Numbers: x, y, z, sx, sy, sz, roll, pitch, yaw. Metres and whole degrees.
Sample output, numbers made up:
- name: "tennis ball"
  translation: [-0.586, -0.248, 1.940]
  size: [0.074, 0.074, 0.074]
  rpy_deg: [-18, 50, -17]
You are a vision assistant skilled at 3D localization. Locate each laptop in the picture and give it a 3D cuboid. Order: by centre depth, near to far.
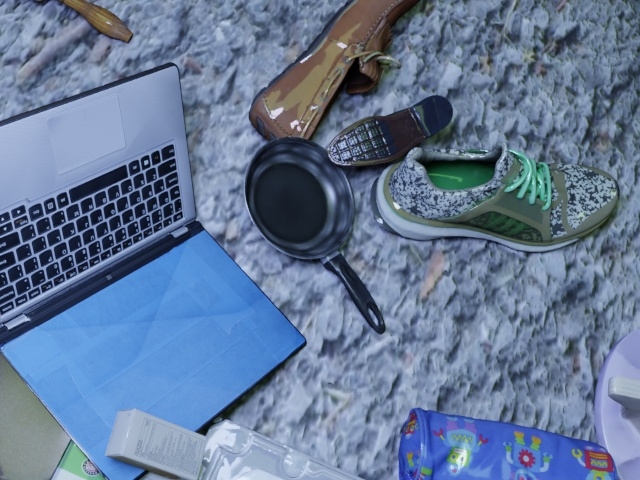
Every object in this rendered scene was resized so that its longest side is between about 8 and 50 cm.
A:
- name: "laptop"
  translation: [-0.230, 0.024, 1.083]
  size: [0.236, 0.408, 0.382]
  rpy_deg: [18, 34, 32]

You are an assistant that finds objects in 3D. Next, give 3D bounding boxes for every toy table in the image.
- name: "toy table"
  translation: [0.515, 0.245, 1.199]
  size: [0.252, 0.161, 0.274]
  rpy_deg: [1, 69, -7]

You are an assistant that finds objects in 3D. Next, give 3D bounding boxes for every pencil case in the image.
- name: "pencil case"
  translation: [0.261, 0.326, 1.152]
  size: [0.306, 0.119, 0.133]
  rpy_deg: [12, 51, -1]

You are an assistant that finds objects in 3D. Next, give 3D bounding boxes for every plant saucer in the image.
- name: "plant saucer"
  translation: [-0.400, 0.214, 1.151]
  size: [0.310, 0.050, 0.311]
  rpy_deg: [2, 67, -6]

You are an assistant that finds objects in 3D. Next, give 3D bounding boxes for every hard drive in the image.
- name: "hard drive"
  translation: [-0.039, 0.413, 1.111]
  size: [0.338, 0.064, 0.237]
  rpy_deg: [23, 67, 3]

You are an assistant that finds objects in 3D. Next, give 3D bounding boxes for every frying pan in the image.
- name: "frying pan"
  translation: [0.012, -0.023, 1.287]
  size: [0.326, 0.053, 0.197]
  rpy_deg: [42, 59, -15]

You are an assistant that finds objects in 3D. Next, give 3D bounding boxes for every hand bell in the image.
- name: "hand bell"
  translation: [-0.427, -0.410, 1.387]
  size: [0.242, 0.126, 0.126]
  rpy_deg: [33, 67, -8]

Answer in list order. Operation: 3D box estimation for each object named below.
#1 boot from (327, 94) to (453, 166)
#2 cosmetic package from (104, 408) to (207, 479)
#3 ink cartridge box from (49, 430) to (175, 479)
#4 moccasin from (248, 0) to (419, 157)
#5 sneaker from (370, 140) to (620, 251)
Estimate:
- name: "boot"
  translation: [0.106, -0.167, 1.346]
  size: [0.219, 0.106, 0.082]
  rpy_deg: [-21, 90, -11]
- name: "cosmetic package"
  translation: [-0.201, 0.254, 1.008]
  size: [0.115, 0.041, 0.060]
  rpy_deg: [34, 56, -34]
- name: "ink cartridge box"
  translation: [-0.291, 0.374, 1.040]
  size: [0.160, 0.092, 0.219]
  rpy_deg: [29, 73, -11]
- name: "moccasin"
  translation: [0.050, -0.294, 1.364]
  size: [0.147, 0.139, 0.380]
  rpy_deg: [40, 71, 4]
- name: "sneaker"
  translation: [0.293, -0.082, 1.288]
  size: [0.410, 0.182, 0.158]
  rpy_deg: [-1, 68, -8]
